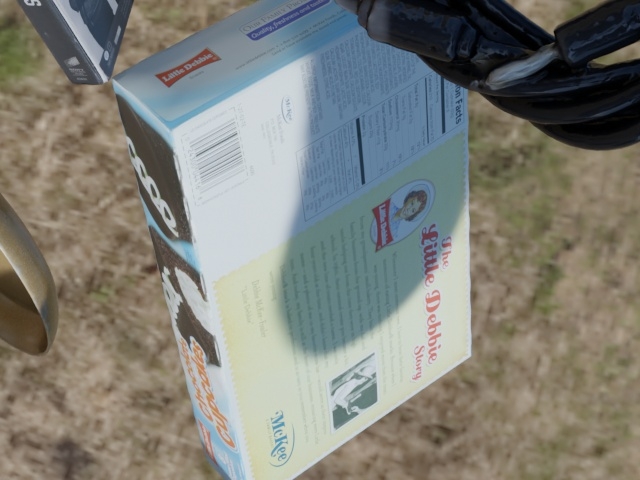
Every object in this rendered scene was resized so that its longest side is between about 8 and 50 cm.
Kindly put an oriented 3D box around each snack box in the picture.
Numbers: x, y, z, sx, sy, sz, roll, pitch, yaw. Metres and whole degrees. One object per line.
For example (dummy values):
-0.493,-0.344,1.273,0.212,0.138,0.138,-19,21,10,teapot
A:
0.000,0.000,0.835,0.187,0.060,0.322,-31,141,-22,snack box

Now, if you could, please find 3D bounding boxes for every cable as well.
0.087,-0.121,0.411,0.184,0.150,0.047,-63,159,14,cable

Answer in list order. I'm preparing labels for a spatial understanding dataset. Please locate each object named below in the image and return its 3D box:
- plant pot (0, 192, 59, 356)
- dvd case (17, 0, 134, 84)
-0.263,-0.016,1.026,0.032,0.236,0.236,-42,131,-23,plant pot
-0.146,-0.225,0.768,0.238,0.030,0.179,63,34,-54,dvd case
